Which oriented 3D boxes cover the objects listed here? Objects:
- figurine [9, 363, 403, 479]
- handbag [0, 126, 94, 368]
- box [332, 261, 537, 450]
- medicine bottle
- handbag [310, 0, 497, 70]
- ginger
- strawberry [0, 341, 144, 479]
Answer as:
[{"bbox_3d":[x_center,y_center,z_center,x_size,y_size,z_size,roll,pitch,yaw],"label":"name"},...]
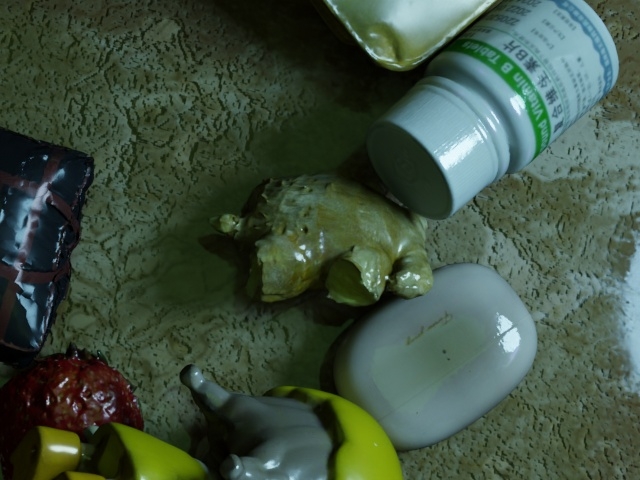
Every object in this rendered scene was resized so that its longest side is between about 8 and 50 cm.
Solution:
[{"bbox_3d":[-0.087,0.224,1.757,0.343,0.187,0.215,5,38,-30],"label":"figurine"},{"bbox_3d":[-0.306,-0.002,1.815,0.169,0.155,0.215,17,76,-9],"label":"handbag"},{"bbox_3d":[0.109,0.110,1.890,0.200,0.088,0.146,-33,86,-11],"label":"box"},{"bbox_3d":[0.162,-0.132,1.887,0.237,0.139,0.139,-39,88,-25],"label":"medicine bottle"},{"bbox_3d":[0.051,-0.387,1.859,0.283,0.133,0.401,-36,112,1],"label":"handbag"},{"bbox_3d":[0.000,0.000,1.875,0.216,0.102,0.157,7,47,-3],"label":"ginger"},{"bbox_3d":[-0.240,0.188,1.842,0.146,0.082,0.187,10,85,0],"label":"strawberry"}]
